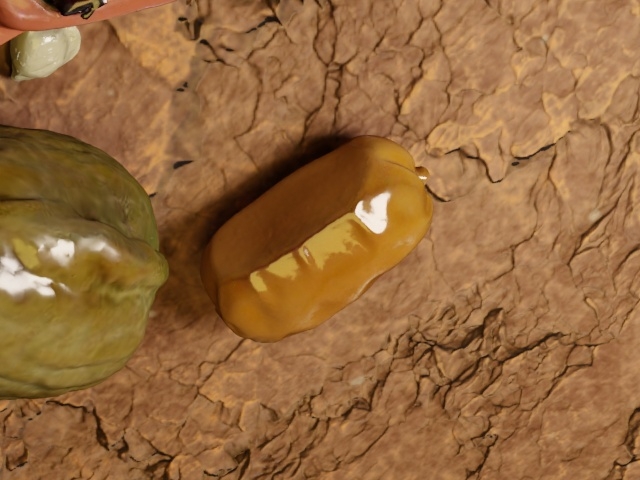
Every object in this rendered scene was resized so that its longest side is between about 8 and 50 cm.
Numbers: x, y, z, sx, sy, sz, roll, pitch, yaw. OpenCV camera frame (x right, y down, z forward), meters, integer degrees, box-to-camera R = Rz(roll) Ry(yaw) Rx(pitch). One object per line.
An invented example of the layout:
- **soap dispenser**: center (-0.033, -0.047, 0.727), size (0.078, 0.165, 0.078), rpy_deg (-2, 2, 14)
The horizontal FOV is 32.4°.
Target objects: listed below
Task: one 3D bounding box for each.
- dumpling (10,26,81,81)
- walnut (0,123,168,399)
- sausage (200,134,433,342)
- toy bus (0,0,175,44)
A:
- **dumpling**: center (-0.229, -0.162, 0.921), size (0.059, 0.043, 0.077), rpy_deg (-8, 124, -39)
- **walnut**: center (-0.262, 0.016, 0.902), size (0.283, 0.283, 0.227), rpy_deg (10, 83, -23)
- **sausage**: center (0.000, -0.001, 1.049), size (0.241, 0.120, 0.136), rpy_deg (-37, 140, 8)
- **toy bus**: center (-0.216, -0.336, 0.686), size (0.233, 0.203, 0.427), rpy_deg (-32, 126, -10)
